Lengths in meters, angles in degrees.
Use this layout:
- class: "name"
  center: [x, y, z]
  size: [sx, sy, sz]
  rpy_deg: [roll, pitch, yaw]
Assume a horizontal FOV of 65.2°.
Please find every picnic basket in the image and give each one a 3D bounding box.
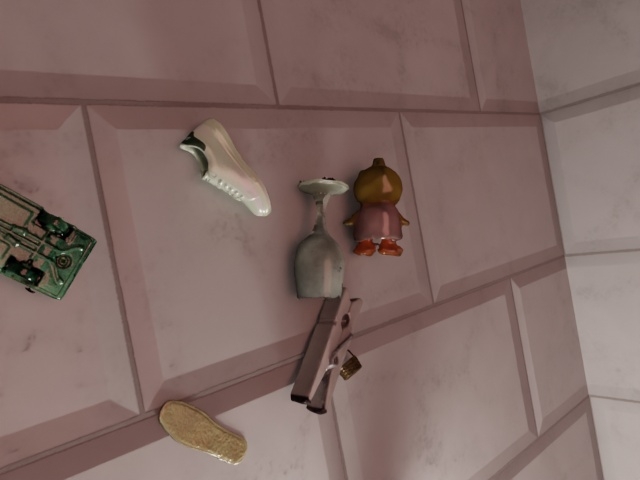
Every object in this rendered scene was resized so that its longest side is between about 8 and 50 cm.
- class: "picnic basket"
  center: [0.067, 0.335, 1.380]
  size: [0.072, 0.072, 0.083]
  rpy_deg: [-28, 70, -38]

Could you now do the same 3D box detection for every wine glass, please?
- class: "wine glass"
  center: [0.000, 0.000, 1.312]
  size: [0.143, 0.143, 0.321]
  rpy_deg: [12, 77, -38]

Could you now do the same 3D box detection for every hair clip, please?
- class: "hair clip"
  center: [0.024, 0.285, 1.326]
  size: [0.101, 0.085, 0.330]
  rpy_deg: [40, 59, -31]

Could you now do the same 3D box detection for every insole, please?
- class: "insole"
  center: [-0.259, 0.434, 1.122]
  size: [0.248, 0.011, 0.081]
  rpy_deg: [41, 60, -28]

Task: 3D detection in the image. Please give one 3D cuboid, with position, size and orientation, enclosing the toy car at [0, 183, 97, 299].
- class: "toy car"
  center: [-0.572, -0.022, 0.867]
  size: [0.321, 0.097, 0.141]
  rpy_deg: [37, 63, -31]

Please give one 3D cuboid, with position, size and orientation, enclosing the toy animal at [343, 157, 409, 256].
- class: "toy animal"
  center: [0.163, -0.099, 1.447]
  size: [0.195, 0.169, 0.281]
  rpy_deg: [1, 79, -4]

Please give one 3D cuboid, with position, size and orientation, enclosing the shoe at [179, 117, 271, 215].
- class: "shoe"
  center: [-0.226, -0.151, 1.182]
  size: [0.110, 0.095, 0.265]
  rpy_deg: [-39, 103, -30]
